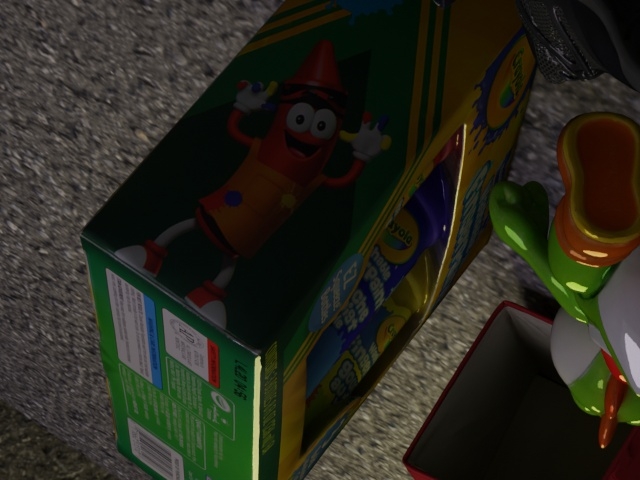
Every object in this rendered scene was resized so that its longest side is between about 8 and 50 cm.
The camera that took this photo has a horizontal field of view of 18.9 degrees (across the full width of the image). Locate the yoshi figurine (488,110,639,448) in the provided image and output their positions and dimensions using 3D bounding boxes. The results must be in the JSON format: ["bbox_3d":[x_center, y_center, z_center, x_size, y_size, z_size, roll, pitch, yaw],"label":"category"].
[{"bbox_3d":[0.242,0.009,1.428,0.203,0.203,0.362,50,164,22],"label":"yoshi figurine"}]

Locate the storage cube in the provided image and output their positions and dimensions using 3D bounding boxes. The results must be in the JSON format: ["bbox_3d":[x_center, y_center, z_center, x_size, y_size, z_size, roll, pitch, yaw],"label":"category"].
[{"bbox_3d":[0.223,0.204,1.797,0.184,0.215,0.193,23,160,32],"label":"storage cube"}]

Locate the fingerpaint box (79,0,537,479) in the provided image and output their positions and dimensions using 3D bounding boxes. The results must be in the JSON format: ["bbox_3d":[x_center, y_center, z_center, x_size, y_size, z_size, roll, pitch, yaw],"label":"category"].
[{"bbox_3d":[0.000,0.000,1.523,0.163,0.371,0.445,34,157,13],"label":"fingerpaint box"}]

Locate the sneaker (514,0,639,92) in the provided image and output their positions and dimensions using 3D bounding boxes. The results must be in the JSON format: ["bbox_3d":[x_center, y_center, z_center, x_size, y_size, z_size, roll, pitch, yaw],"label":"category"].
[{"bbox_3d":[0.209,-0.137,1.290,0.227,0.087,0.130,43,169,30],"label":"sneaker"}]

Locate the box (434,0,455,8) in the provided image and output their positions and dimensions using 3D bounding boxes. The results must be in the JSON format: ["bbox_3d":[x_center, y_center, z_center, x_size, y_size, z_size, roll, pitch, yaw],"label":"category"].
[{"bbox_3d":[0.026,-0.284,1.287,0.220,0.051,0.175,46,163,28],"label":"box"}]
